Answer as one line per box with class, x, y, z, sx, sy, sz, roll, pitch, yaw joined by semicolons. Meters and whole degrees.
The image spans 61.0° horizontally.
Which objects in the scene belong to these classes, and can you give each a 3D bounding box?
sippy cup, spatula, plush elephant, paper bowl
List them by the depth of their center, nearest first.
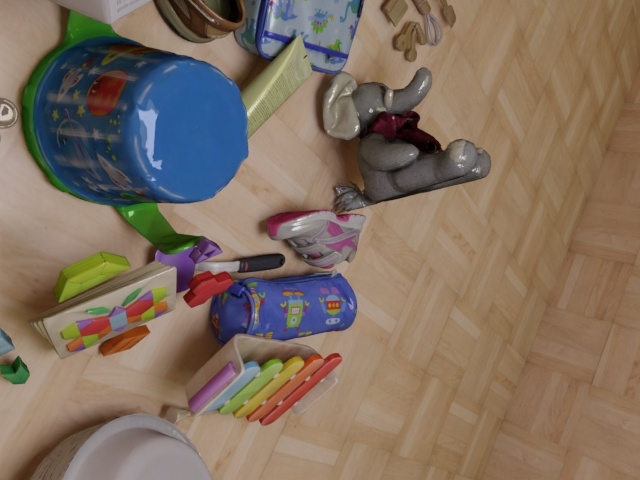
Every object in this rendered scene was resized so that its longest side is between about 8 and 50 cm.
sippy cup;-0.218;-0.144;0.694;0.240;0.224;0.305;-59;137;-16
paper bowl;-0.260;0.394;0.773;0.284;0.148;0.284;43;33;-38
spatula;-0.166;0.045;0.951;0.296;0.030;0.084;-2;104;-47
plush elephant;0.148;-0.214;1.068;0.272;0.330;0.255;-11;87;-59

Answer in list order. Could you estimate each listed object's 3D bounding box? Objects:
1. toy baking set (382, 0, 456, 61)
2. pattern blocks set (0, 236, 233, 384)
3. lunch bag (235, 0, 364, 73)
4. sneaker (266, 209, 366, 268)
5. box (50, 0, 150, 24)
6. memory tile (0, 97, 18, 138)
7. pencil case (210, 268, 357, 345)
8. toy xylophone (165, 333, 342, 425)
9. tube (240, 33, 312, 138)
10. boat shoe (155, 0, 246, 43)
toy baking set;0.218;-0.513;1.205;0.256;0.030;0.196;-39;130;-33
pattern blocks set;-0.275;0.095;0.727;0.325;0.026;0.285;-30;160;-13
lunch bag;-0.030;-0.377;0.917;0.219;0.090;0.176;-2;117;-46
sneaker;0.000;0.000;1.052;0.252;0.103;0.111;2;88;-47
box;-0.240;-0.340;0.565;0.181;0.182;0.119;-56;167;-40
memory tile;-0.433;-0.128;0.624;0.113;0.012;0.148;44;68;-45
pencil case;-0.057;0.122;1.025;0.306;0.119;0.133;0;102;-47
toy xylophone;-0.115;0.258;0.945;0.236;0.081;0.323;-48;147;19
tube;-0.103;-0.221;0.878;0.240;0.070;0.062;-47;108;-8
boat shoe;-0.200;-0.412;0.709;0.122;0.120;0.324;-56;135;-20
